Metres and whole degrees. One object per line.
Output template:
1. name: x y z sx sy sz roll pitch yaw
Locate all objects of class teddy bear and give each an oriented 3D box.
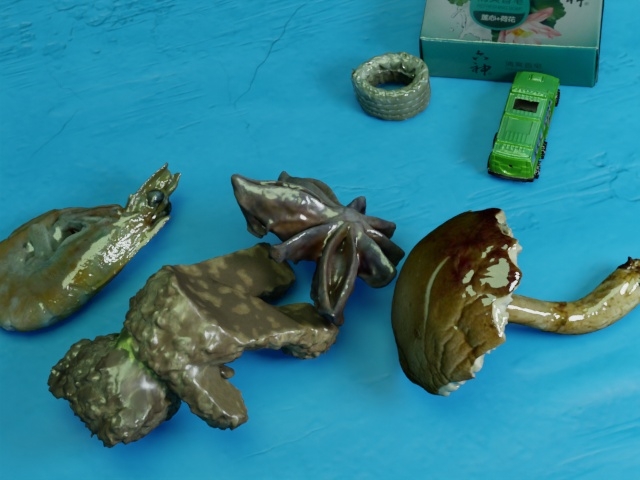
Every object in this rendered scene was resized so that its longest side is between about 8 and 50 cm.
1. teddy bear: -0.151 0.141 1.652 0.296 0.222 0.246 0 39 -44

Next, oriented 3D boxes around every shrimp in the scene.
1. shrimp: -0.320 -0.002 1.791 0.317 0.077 0.168 -40 60 -11

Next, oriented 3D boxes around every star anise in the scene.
1. star anise: -0.003 -0.003 1.694 0.198 0.111 0.257 -14 47 -46

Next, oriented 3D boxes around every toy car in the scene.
1. toy car: 0.272 -0.158 1.797 0.071 0.062 0.165 13 65 15

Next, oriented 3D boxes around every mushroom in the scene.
1. mushroom: 0.232 0.088 1.606 0.301 0.208 0.233 16 92 10

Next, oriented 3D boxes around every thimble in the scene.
1. thimble: 0.096 -0.213 1.858 0.110 0.062 0.084 7 60 11

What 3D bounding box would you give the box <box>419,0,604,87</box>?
1. box: 0.267 -0.305 1.871 0.245 0.092 0.153 4 61 11
